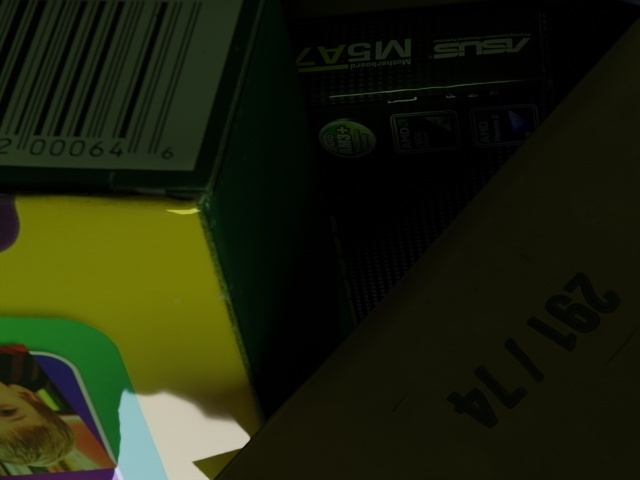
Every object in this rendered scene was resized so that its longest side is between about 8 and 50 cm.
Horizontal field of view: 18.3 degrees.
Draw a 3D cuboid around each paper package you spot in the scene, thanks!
[{"bbox_3d":[0.147,0.110,0.584,0.309,0.325,0.168,26,151,31],"label":"paper package"}]

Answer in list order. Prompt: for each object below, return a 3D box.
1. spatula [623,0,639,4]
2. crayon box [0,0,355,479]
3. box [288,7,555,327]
[{"bbox_3d":[0.210,-0.139,0.608,0.168,0.019,0.242,17,137,-9],"label":"spatula"},{"bbox_3d":[-0.172,0.045,0.718,0.362,0.106,0.313,3,141,13],"label":"crayon box"},{"bbox_3d":[0.000,0.000,0.747,0.184,0.045,0.191,-5,139,6],"label":"box"}]
